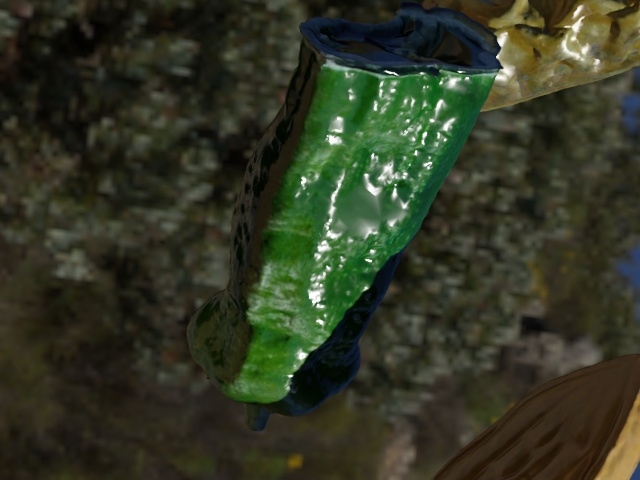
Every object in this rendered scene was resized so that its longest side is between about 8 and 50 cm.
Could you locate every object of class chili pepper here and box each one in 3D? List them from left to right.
[{"bbox_3d":[0.000,0.000,1.020,0.136,0.099,0.270,-31,150,-57],"label":"chili pepper"}]

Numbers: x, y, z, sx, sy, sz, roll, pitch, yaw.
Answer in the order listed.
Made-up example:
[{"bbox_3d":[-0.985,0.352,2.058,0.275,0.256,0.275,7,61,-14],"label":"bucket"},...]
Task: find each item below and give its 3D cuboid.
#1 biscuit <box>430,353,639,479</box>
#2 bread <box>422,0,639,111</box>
[{"bbox_3d":[0.108,0.145,1.028,0.221,0.029,0.142,-40,-159,16],"label":"biscuit"},{"bbox_3d":[0.206,-0.198,1.665,0.152,0.268,0.130,55,21,-63],"label":"bread"}]
